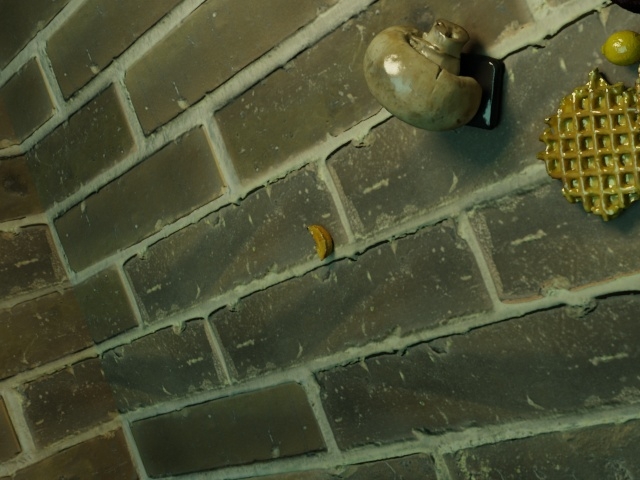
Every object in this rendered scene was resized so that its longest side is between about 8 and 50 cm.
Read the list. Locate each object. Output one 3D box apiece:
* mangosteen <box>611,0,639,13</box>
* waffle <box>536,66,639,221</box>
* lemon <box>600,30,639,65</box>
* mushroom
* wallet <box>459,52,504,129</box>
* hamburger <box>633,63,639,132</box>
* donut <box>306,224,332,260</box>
[{"bbox_3d":[0.534,-0.478,1.460,0.216,0.216,0.216,16,114,40],"label":"mangosteen"},{"bbox_3d":[0.518,-0.171,1.672,0.245,0.052,0.254,50,133,22],"label":"waffle"},{"bbox_3d":[0.530,-0.336,1.595,0.083,0.062,0.062,6,107,43],"label":"lemon"},{"bbox_3d":[0.190,-0.333,1.787,0.254,0.189,0.195,48,127,25],"label":"mushroom"},{"bbox_3d":[0.261,-0.317,1.878,0.250,0.044,0.149,20,113,39],"label":"wallet"},{"bbox_3d":[0.644,-0.234,1.440,0.302,0.170,0.302,17,115,40],"label":"hamburger"},{"bbox_3d":[0.000,0.000,2.240,0.083,0.038,0.067,43,132,32],"label":"donut"}]
